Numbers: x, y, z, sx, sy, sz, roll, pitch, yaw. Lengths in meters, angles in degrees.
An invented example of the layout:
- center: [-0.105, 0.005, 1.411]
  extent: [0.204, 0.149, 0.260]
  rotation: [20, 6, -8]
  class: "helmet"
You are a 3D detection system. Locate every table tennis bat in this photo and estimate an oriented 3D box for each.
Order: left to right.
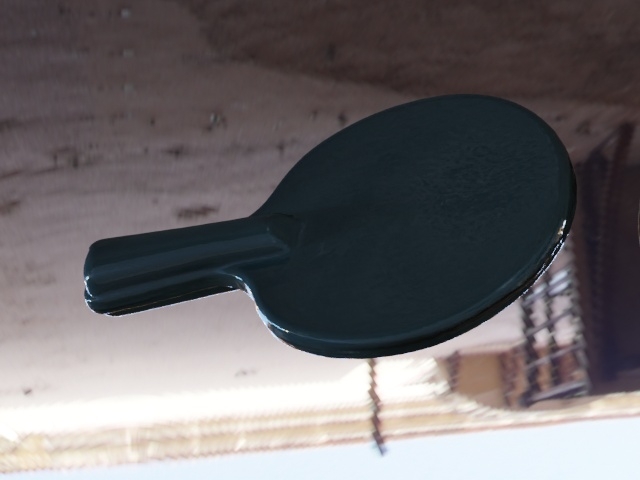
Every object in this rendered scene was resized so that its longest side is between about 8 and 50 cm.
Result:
- center: [0.000, 0.000, 0.821]
  extent: [0.237, 0.038, 0.149]
  rotation: [-11, -136, 21]
  class: "table tennis bat"

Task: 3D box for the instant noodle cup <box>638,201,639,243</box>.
- center: [0.285, -0.014, 0.955]
  extent: [0.153, 0.205, 0.205]
  rotation: [41, -102, -23]
  class: "instant noodle cup"
